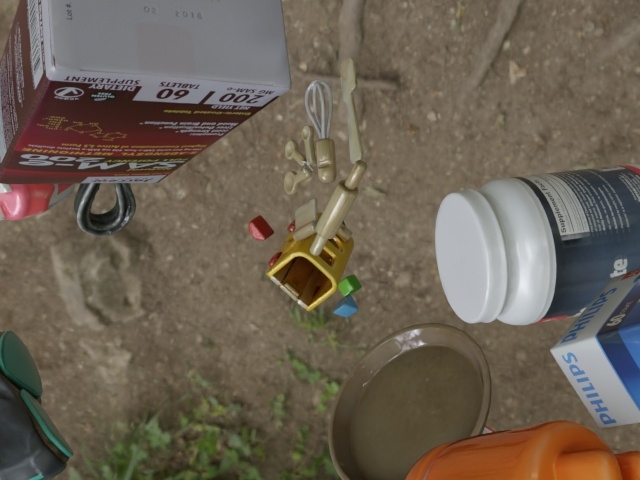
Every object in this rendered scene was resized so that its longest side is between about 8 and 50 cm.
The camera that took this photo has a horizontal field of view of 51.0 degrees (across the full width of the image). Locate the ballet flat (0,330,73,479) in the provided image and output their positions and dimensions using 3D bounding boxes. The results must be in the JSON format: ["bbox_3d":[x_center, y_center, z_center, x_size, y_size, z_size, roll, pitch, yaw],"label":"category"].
[{"bbox_3d":[-0.286,0.152,0.607,0.203,0.074,0.074,36,172,48],"label":"ballet flat"}]

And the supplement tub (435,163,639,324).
[{"bbox_3d":[0.307,0.006,0.872,0.272,0.191,0.191,-7,149,-10],"label":"supplement tub"}]

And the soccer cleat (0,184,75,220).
[{"bbox_3d":[-0.376,-0.114,0.724,0.248,0.095,0.083,40,120,12],"label":"soccer cleat"}]

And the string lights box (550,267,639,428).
[{"bbox_3d":[0.303,0.043,0.451,0.259,0.133,0.077,-33,89,50],"label":"string lights box"}]

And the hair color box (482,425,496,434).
[{"bbox_3d":[0.220,0.329,1.195,0.093,0.053,0.167,34,164,-31],"label":"hair color box"}]

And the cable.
[{"bbox_3d":[-0.203,-0.094,0.690,0.139,0.072,0.287,0,136,-47],"label":"cable"}]

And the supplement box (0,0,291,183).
[{"bbox_3d":[-0.133,-0.096,0.438,0.130,0.073,0.239,-4,174,-31],"label":"supplement box"}]

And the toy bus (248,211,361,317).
[{"bbox_3d":[0.001,0.010,1.059,0.190,0.202,0.104,5,146,-46],"label":"toy bus"}]

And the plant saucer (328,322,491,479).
[{"bbox_3d":[0.130,0.247,0.981,0.277,0.278,0.041,-19,131,38],"label":"plant saucer"}]

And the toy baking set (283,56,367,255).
[{"bbox_3d":[-0.001,-0.111,0.918,0.030,0.197,0.256,0,140,-32],"label":"toy baking set"}]

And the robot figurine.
[{"bbox_3d":[0.148,0.211,0.511,0.219,0.158,0.128,-33,91,48],"label":"robot figurine"}]
